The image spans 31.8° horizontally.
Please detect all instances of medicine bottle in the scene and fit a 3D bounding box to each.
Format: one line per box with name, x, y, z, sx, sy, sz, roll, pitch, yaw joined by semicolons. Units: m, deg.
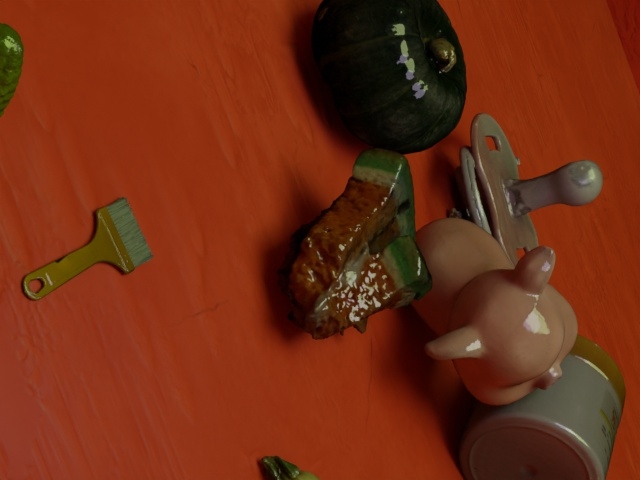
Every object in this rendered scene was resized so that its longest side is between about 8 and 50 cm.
medicine bottle;0.366;0.303;1.848;0.238;0.238;0.232;58;36;-20

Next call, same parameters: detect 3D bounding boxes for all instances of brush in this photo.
brush;-0.264;0.019;1.263;0.205;0.011;0.083;-37;106;-56

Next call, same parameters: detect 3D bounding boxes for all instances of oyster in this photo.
oyster;0.252;-0.013;2.028;0.051;0.034;0.093;46;26;-58

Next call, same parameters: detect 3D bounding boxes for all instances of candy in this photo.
candy;-0.340;-0.136;1.049;0.096;0.209;0.097;27;47;-33

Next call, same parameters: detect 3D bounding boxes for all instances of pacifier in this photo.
pacifier;0.361;-0.082;2.060;0.220;0.273;0.332;145;-69;-79

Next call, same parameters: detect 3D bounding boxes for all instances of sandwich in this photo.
sandwich;0.069;0.032;1.569;0.301;0.162;0.250;-44;142;-42

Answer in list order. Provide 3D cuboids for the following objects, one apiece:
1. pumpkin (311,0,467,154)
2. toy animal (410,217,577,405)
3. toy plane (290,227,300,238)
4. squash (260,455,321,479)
pumpkin;0.118;-0.288;1.803;0.300;0.207;0.300;30;52;-46
toy animal;0.254;0.099;1.752;0.326;0.237;0.269;50;0;16
toy plane;0.000;0.000;1.641;0.145;0.037;0.060;-41;113;-54
squash;-0.004;0.360;1.428;0.224;0.094;0.094;55;35;-9
